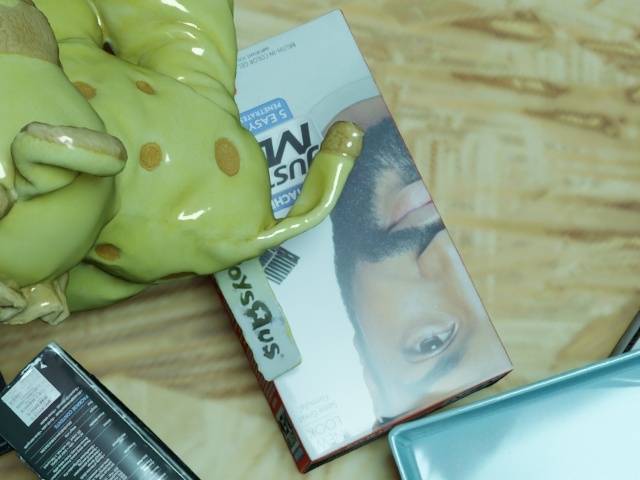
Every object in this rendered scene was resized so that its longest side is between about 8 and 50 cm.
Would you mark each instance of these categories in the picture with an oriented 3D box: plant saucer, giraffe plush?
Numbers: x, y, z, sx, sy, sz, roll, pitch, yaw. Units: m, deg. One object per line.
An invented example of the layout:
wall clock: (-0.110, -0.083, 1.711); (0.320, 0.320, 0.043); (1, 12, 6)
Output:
plant saucer: (0.127, 0.076, 0.637); (0.192, 0.018, 0.067); (-18, 83, 3)
giraffe plush: (-0.107, -0.032, 0.585); (0.210, 0.170, 0.181); (48, 111, 19)

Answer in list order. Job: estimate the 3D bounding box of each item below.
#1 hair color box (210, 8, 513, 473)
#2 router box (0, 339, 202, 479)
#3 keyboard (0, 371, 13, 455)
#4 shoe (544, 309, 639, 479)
hair color box: (0.000, 0.000, 0.680); (0.093, 0.053, 0.167); (-24, 81, -10)
router box: (-0.073, 0.089, 0.616); (0.092, 0.122, 0.038); (43, 82, 7)
keyboard: (-0.205, 0.023, 0.674); (0.108, 0.023, 0.180); (-23, 78, -16)
shoe: (0.170, 0.051, 0.679); (0.081, 0.063, 0.178); (36, 82, 3)
